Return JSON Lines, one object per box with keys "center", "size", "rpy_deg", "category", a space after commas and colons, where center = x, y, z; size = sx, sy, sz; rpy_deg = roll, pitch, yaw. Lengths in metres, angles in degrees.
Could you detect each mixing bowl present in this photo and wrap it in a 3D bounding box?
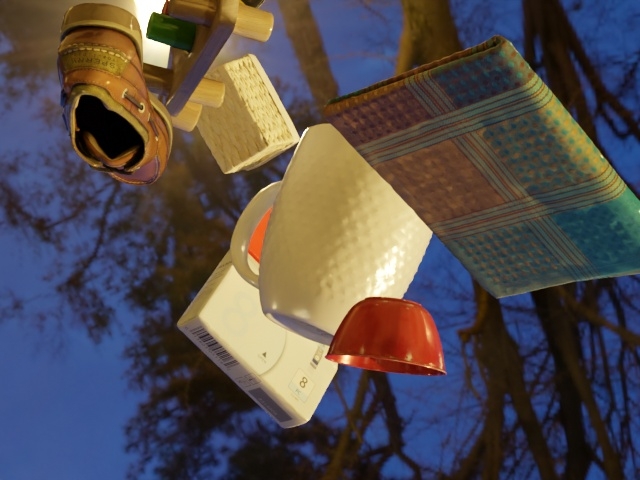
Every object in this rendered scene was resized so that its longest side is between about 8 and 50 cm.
{"center": [0.101, 0.139, 1.510], "size": [0.182, 0.181, 0.098], "rpy_deg": [1, -104, 28], "category": "mixing bowl"}

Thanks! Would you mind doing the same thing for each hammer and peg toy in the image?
{"center": [-0.172, -0.309, 1.362], "size": [0.128, 0.361, 0.265], "rpy_deg": [12, -113, -21], "category": "hammer and peg toy"}

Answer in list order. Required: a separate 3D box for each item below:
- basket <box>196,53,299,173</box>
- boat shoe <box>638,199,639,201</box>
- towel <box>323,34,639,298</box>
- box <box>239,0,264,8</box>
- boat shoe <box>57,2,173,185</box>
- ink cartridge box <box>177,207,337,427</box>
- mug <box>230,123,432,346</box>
{"center": [-0.131, -0.201, 1.644], "size": [0.113, 0.167, 0.103], "rpy_deg": [-28, -178, 26], "category": "basket"}
{"center": [0.498, -0.050, 1.979], "size": [0.285, 0.102, 0.092], "rpy_deg": [3, -178, 17], "category": "boat shoe"}
{"center": [0.210, -0.069, 1.187], "size": [0.272, 0.370, 0.040], "rpy_deg": [-14, -138, 44], "category": "towel"}
{"center": [-0.232, -0.503, 1.633], "size": [0.079, 0.322, 0.257], "rpy_deg": [-50, -154, -2], "category": "box"}
{"center": [-0.227, -0.121, 1.093], "size": [0.111, 0.307, 0.104], "rpy_deg": [0, -114, 3], "category": "boat shoe"}
{"center": [-0.069, 0.129, 2.037], "size": [0.091, 0.308, 0.385], "rpy_deg": [-24, -154, 48], "category": "ink cartridge box"}
{"center": [0.000, 0.000, 1.786], "size": [0.374, 0.276, 0.328], "rpy_deg": [11, -108, 37], "category": "mug"}
